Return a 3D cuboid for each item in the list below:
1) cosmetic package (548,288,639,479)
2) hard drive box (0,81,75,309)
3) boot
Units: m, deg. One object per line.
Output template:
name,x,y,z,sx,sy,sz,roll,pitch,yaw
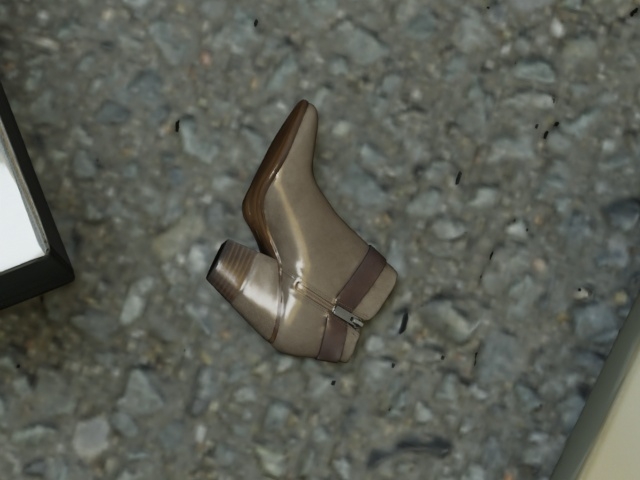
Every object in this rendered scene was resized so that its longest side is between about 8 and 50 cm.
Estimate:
cosmetic package,0.216,0.079,0.774,0.160,0.113,0.309,26,74,4
hard drive box,-0.182,-0.055,0.715,0.089,0.232,0.181,-22,88,-7
boot,0.000,0.000,0.831,0.087,0.042,0.118,28,85,-10
